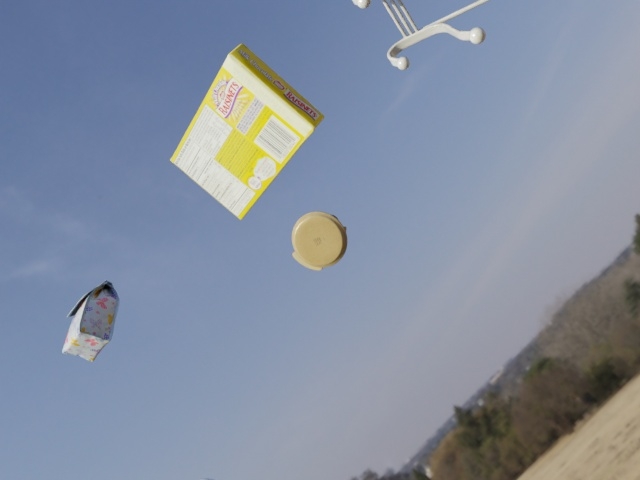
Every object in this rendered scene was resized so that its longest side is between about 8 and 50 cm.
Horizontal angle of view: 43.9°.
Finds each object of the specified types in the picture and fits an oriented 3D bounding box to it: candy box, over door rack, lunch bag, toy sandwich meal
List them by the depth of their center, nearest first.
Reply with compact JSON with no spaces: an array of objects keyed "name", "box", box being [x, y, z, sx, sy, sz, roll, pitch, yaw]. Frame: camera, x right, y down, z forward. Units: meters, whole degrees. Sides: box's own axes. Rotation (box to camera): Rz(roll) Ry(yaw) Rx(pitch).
[{"name":"candy box","box":[-0.081,-0.102,0.810,0.027,0.105,0.206,-50,4,-34]},{"name":"over door rack","box":[0.179,-0.378,0.979,0.324,0.108,0.239,-28,-52,15]},{"name":"lunch bag","box":[-0.288,0.099,1.000,0.071,0.053,0.083,-42,32,46]},{"name":"toy sandwich meal","box":[0.000,0.000,1.065,0.085,0.086,0.029,-53,-5,21]}]

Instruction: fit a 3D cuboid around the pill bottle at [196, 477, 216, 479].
[{"name":"pill bottle","box":[-0.024,0.255,0.462,0.124,0.221,0.124,-43,10,10]}]
